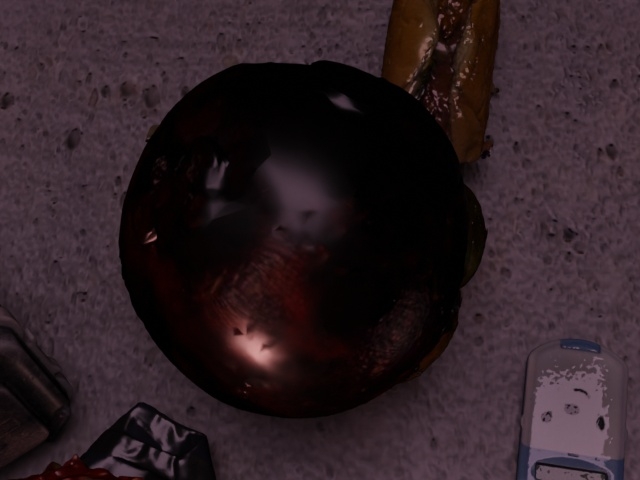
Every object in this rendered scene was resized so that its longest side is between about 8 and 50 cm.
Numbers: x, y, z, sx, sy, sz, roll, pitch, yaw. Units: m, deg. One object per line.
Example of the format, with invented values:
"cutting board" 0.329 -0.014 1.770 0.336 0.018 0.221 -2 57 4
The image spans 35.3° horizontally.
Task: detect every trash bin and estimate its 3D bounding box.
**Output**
"trash bin" -0.481 0.089 1.145 0.256 0.296 0.367 -32 61 -10

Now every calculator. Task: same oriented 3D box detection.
"calculator" 0.291 0.215 1.160 0.121 0.039 0.210 7 66 9

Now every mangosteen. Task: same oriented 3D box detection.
"mangosteen" -0.002 -0.018 1.077 0.421 0.381 0.381 -19 61 -39

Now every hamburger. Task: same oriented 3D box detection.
"hamburger" 0.158 -0.240 1.316 0.155 0.245 0.282 5 21 12

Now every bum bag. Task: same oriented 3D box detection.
"bum bag" -0.262 0.302 1.136 0.310 0.074 0.137 -34 79 -6

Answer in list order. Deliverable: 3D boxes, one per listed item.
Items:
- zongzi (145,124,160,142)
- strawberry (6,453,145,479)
"zongzi" -0.096 -0.044 1.274 0.242 0.112 0.221 -2 67 -6
"strawberry" -0.248 0.372 0.927 0.292 0.292 0.343 12 23 9
